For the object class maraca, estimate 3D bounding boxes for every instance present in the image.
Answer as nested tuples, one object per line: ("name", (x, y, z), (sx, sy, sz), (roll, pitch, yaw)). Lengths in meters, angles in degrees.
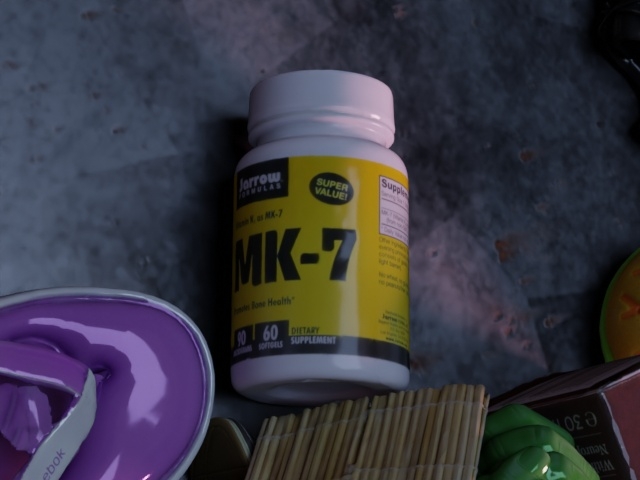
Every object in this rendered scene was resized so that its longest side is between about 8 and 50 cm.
("maraca", (0.272, 0.077, 1.360), (0.127, 0.099, 0.185), (20, 74, 19))

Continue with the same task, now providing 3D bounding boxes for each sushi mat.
("sushi mat", (0.010, 0.179, 1.018), (0.316, 0.151, 0.019), (-69, 145, -61))

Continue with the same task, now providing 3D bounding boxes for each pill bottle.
("pill bottle", (0.000, 0.000, 1.191), (0.119, 0.119, 0.208), (9, 72, -31))

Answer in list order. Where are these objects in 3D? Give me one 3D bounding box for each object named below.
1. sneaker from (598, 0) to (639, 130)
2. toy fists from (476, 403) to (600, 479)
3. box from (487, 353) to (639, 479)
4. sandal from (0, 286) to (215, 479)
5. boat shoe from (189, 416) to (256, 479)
("sneaker", (0.281, -0.210, 1.444), (0.130, 0.109, 0.286), (-16, 84, -29))
("toy fists", (0.089, 0.199, 1.064), (0.096, 0.142, 0.279), (67, 27, -21))
("box", (0.240, 0.273, 1.234), (0.143, 0.191, 0.381), (-20, 88, -35))
("sandal", (-0.222, 0.124, 1.022), (0.416, 0.102, 0.169), (-14, 85, -35))
("boat shoe", (-0.041, 0.187, 1.159), (0.049, 0.056, 0.152), (-7, 77, -54))
